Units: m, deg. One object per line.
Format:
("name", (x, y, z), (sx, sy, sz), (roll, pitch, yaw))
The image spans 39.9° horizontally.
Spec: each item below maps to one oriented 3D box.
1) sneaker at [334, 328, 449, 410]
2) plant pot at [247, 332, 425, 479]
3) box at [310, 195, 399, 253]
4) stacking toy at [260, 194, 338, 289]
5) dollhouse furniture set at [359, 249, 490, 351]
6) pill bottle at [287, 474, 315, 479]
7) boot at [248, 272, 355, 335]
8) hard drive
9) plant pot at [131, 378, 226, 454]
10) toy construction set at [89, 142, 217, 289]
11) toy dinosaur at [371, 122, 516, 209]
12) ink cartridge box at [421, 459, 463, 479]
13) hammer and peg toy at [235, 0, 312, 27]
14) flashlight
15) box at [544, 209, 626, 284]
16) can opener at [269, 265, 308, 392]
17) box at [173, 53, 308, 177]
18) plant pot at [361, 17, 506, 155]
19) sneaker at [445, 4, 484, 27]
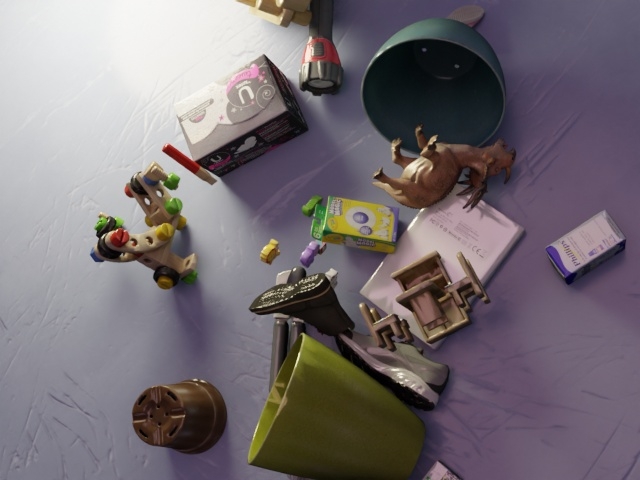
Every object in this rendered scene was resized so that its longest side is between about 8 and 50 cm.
("sneaker", (0.142, 0.245, 1.818), (0.272, 0.100, 0.108), (29, 64, 25))
("plant pot", (0.044, 0.364, 1.733), (0.294, 0.275, 0.274), (24, 86, -5))
("box", (0.073, -0.036, 1.867), (0.179, 0.043, 0.105), (8, 49, 1))
("stacking toy", (0.000, 0.000, 1.887), (0.167, 0.052, 0.221), (26, 57, 20))
("dollhouse furniture set", (0.196, 0.096, 1.697), (0.212, 0.242, 0.161), (-29, 71, 10))
("pill bottle", (0.006, 0.487, 1.810), (0.137, 0.078, 0.078), (27, 88, 22))
("boot", (-0.040, 0.156, 1.821), (0.198, 0.137, 0.077), (-16, 29, 35))
("hard drive", (0.253, 0.046, 1.841), (0.203, 0.040, 0.307), (37, 92, 22))
("plant pot", (-0.310, 0.377, 1.894), (0.167, 0.165, 0.166), (-4, 77, 17))
("toy construction set", (-0.342, -0.037, 1.989), (0.237, 0.257, 0.309), (35, 113, -21))
("toy dinosaur", (0.237, -0.126, 1.809), (0.296, 0.200, 0.127), (-31, 25, 36))
("ink cartridge box", (0.225, 0.503, 1.758), (0.063, 0.029, 0.115), (38, 92, 21))
("hammer and peg toy", (-0.058, -0.601, 1.921), (0.361, 0.127, 0.265), (43, 116, 61))
("flashlight", (0.005, -0.487, 2.014), (0.103, 0.103, 0.303), (-18, 65, 50))
("box", (0.516, 0.016, 1.712), (0.137, 0.126, 0.072), (-34, 72, 10))
("can opener", (-0.073, 0.195, 1.896), (0.074, 0.093, 0.280), (2, 82, 14))
("box", (-0.183, -0.282, 2.004), (0.247, 0.142, 0.163), (-27, 72, 11))
("plant pot", (0.245, -0.345, 1.827), (0.290, 0.290, 0.195), (0, 44, 19))
("sneaker", (0.302, -0.463, 1.935), (0.134, 0.070, 0.051), (-34, 57, -22))
